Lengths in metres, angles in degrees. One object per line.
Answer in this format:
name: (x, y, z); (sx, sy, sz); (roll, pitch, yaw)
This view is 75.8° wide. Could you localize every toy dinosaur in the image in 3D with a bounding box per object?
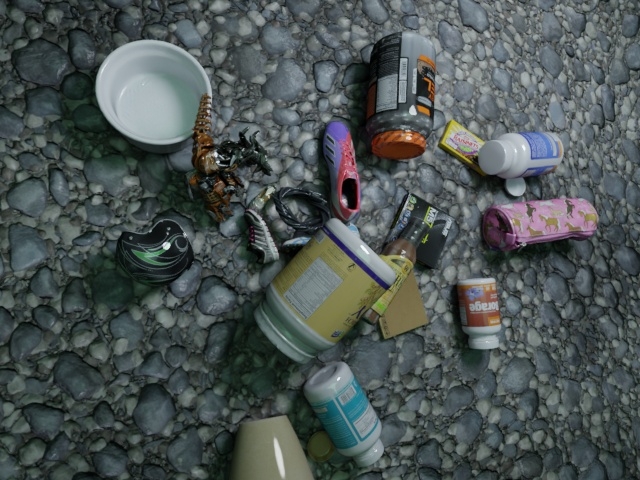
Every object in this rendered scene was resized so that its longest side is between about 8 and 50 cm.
toy dinosaur: (-0.259, -0.206, 1.086); (0.218, 0.322, 0.164); (-21, 54, -24)

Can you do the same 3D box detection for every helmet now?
helmet: (-0.423, 0.035, 1.042); (0.161, 0.169, 0.169); (-35, 94, -34)

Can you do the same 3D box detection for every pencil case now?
pencil case: (0.751, -0.057, 1.404); (0.385, 0.160, 0.167); (-8, 85, -18)

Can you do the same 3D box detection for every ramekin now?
ramekin: (-0.435, -0.369, 1.100); (0.277, 0.135, 0.278); (2, 82, -16)

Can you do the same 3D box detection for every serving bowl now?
serving bowl: (0.690, -0.197, 1.470); (0.083, 0.027, 0.084); (2, 83, -17)

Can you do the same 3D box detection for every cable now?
cable: (-0.059, -0.090, 1.202); (0.184, 0.047, 0.151); (18, 58, -15)

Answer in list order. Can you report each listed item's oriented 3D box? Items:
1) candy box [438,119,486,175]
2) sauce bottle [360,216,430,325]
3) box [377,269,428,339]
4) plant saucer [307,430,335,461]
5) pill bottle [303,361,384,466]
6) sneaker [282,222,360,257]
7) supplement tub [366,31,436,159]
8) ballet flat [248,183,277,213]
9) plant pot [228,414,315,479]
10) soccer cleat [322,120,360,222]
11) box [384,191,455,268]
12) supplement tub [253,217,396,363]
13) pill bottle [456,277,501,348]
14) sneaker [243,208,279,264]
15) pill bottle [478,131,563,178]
candy box: (0.514, -0.323, 1.433); (0.205, 0.027, 0.105); (30, 73, -12)
sauce bottle: (0.208, 0.083, 1.222); (0.111, 0.111, 0.344); (36, 80, -10)
box: (0.241, 0.189, 1.294); (0.164, 0.021, 0.201); (-15, 88, -17)
plant saucer: (0.001, 0.588, 1.178); (0.083, 0.015, 0.084); (2, 83, -16)
pill bottle: (0.073, 0.486, 1.143); (0.146, 0.146, 0.264); (-30, 93, -18)
sneaker: (0.000, 0.000, 1.223); (0.237, 0.085, 0.086); (-9, 55, -12)
supplement tub: (0.248, -0.438, 1.274); (0.207, 0.207, 0.338); (6, 83, -16)
ballet flat: (-0.169, -0.123, 1.200); (0.041, 0.041, 0.114); (42, 74, -8)
plant pot: (-0.130, 0.598, 1.039); (0.256, 0.256, 0.274); (-5, 68, -17)
soccer cleat: (0.074, -0.217, 1.242); (0.108, 0.116, 0.319); (-2, 84, -17)
box: (0.323, -0.031, 1.333); (0.184, 0.045, 0.191); (28, 77, -9)
supplement tub: (0.008, 0.133, 1.085); (0.241, 0.241, 0.331); (42, 94, -8)
pill bottle: (0.510, 0.231, 1.316); (0.121, 0.121, 0.216); (-4, 85, -17)
sneaker: (-0.184, -0.005, 1.168); (0.074, 0.063, 0.171); (-29, 97, -24)
pill bottle: (0.672, -0.289, 1.393); (0.271, 0.152, 0.153); (-9, 86, -26)
